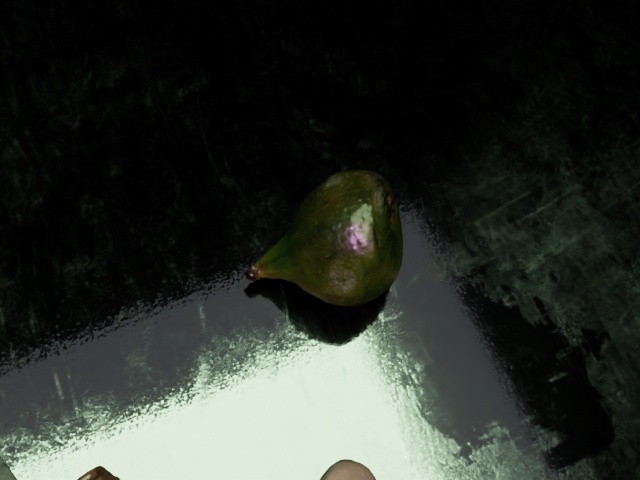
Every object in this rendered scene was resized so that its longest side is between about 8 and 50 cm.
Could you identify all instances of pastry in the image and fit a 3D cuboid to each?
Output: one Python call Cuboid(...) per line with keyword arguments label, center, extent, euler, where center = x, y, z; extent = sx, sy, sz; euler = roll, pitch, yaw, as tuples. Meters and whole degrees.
Cuboid(label="pastry", center=(0.016, 0.365, 1.401), extent=(0.092, 0.156, 0.156), euler=(31, 67, 15))

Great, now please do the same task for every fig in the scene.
Cuboid(label="fig", center=(0.000, 0.000, 1.557), extent=(0.235, 0.203, 0.203), euler=(-6, 65, 18))

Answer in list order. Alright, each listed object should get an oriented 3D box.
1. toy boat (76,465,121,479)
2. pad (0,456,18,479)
Cuboid(label="toy boat", center=(-0.294, 0.361, 1.356), extent=(0.116, 0.188, 0.061), euler=(-37, 104, -19))
Cuboid(label="pad", center=(-0.443, 0.421, 1.409), extent=(0.170, 0.006, 0.245), euler=(-37, 75, -20))
